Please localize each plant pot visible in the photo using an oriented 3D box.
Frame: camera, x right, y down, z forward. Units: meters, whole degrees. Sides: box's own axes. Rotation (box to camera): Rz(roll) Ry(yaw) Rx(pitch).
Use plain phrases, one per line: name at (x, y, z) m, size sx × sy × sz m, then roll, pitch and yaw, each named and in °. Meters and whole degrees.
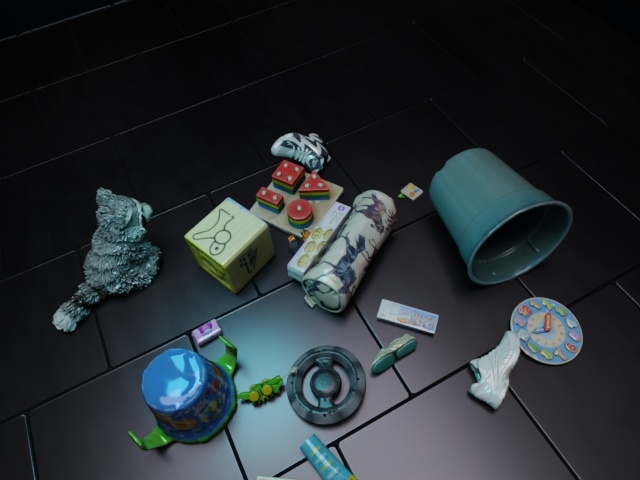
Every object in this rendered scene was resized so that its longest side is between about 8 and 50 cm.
plant pot at (0.532, -0.095, 1.484) m, size 0.340 × 0.341 × 0.334 m, roll -18°, pitch 49°, yaw -8°

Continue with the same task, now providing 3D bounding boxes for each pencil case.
pencil case at (0.095, 0.034, 1.513) m, size 0.159 × 0.183 × 0.410 m, roll 37°, pitch 63°, yaw -7°

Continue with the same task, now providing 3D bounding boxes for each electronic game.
electronic game at (0.015, 0.405, 1.336) m, size 0.229 × 0.048 × 0.229 m, roll -6°, pitch 51°, yaw 7°

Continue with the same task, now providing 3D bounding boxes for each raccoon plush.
raccoon plush at (-0.678, 0.061, 1.461) m, size 0.216 × 0.299 × 0.447 m, roll 20°, pitch 61°, yaw 16°

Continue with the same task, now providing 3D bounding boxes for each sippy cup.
sippy cup at (-0.361, 0.401, 1.261) m, size 0.239 × 0.224 × 0.306 m, roll 1°, pitch 57°, yaw 5°

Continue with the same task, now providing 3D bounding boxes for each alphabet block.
alphabet block at (-0.287, 0.017, 1.527) m, size 0.192 × 0.193 × 0.197 m, roll 34°, pitch 65°, yaw 24°

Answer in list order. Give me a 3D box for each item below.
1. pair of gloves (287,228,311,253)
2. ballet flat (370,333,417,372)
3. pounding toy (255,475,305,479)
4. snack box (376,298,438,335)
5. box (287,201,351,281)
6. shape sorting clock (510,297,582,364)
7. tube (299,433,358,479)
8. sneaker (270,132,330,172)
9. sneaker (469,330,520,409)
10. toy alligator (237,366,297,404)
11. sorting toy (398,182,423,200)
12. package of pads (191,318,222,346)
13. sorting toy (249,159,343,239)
pair of gloves at (-0.066, 0.005, 1.597) m, size 0.083 × 0.074 × 0.010 m, roll -25°, pitch 20°, yaw -11°
ballet flat at (0.208, 0.329, 1.381) m, size 0.168 × 0.057 × 0.052 m, roll -26°, pitch 31°, yaw -17°
pounding toy at (-0.064, 0.679, 1.135) m, size 0.205 × 0.094 × 0.181 m, roll 2°, pitch 57°, yaw 6°
snack box at (0.267, 0.235, 1.447) m, size 0.178 × 0.022 × 0.064 m, roll 15°, pitch 58°, yaw 14°
box at (0.000, 0.000, 1.574) m, size 0.067 × 0.063 × 0.324 m, roll 25°, pitch 55°, yaw 18°
shape sorting clock at (0.666, 0.263, 1.390) m, size 0.206 × 0.040 × 0.206 m, roll -2°, pitch 57°, yaw 3°
tube at (0.032, 0.598, 1.215) m, size 0.080 × 0.052 × 0.207 m, roll -43°, pitch 70°, yaw -11°
sneaker at (-0.059, -0.319, 1.765) m, size 0.234 × 0.094 × 0.153 m, roll -12°, pitch 56°, yaw -45°
sneaker at (0.485, 0.344, 1.324) m, size 0.115 × 0.090 × 0.232 m, roll 21°, pitch 60°, yaw 21°
toy alligator at (-0.141, 0.420, 1.335) m, size 0.189 × 0.056 × 0.051 m, roll -24°, pitch 99°, yaw -5°
sorting toy at (0.325, -0.172, 1.716) m, size 0.083 × 0.012 × 0.062 m, roll -39°, pitch 63°, yaw -20°
package of pads at (-0.350, 0.283, 1.452) m, size 0.083 × 0.032 × 0.050 m, roll -30°, pitch 61°, yaw -15°
sorting toy at (-0.087, -0.158, 1.689) m, size 0.255 × 0.089 × 0.257 m, roll 24°, pitch 61°, yaw 18°
